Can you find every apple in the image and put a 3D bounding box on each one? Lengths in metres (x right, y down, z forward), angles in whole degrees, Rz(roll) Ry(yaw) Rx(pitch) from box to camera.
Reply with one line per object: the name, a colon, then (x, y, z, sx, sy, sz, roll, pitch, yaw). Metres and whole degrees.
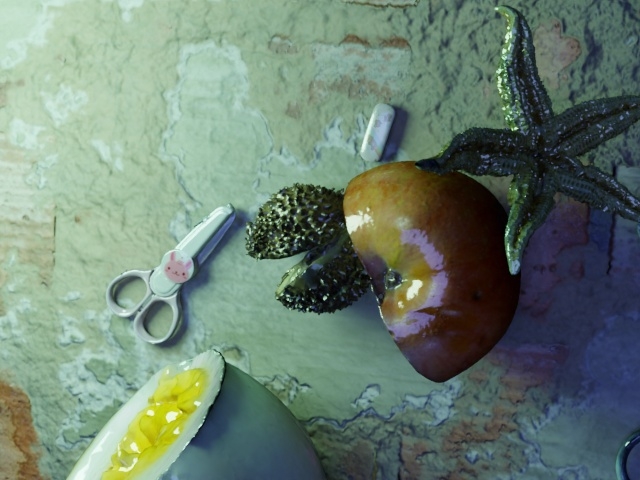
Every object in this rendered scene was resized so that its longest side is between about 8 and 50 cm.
apple: (0.167, 0.018, 1.666, 0.163, 0.251, 0.293, -27, 89, 21)

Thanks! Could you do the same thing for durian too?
durian: (0.000, 0.000, 1.761, 0.196, 0.167, 0.196, -3, 107, -9)

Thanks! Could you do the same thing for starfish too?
starfish: (0.295, -0.098, 1.645, 0.358, 0.078, 0.347, 39, 64, -12)

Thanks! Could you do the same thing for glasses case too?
glasses case: (0.079, -0.149, 1.785, 0.032, 0.021, 0.083, 21, 100, 11)

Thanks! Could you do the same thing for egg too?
egg: (-0.136, 0.376, 1.736, 0.354, 0.354, 0.340, -41, 108, 13)

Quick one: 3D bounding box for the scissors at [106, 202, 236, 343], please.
scissors: (-0.203, 0.039, 1.860, 0.118, 0.030, 0.242, 44, 105, 3)

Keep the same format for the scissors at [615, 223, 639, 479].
scissors: (0.498, 0.157, 1.724, 0.256, 0.029, 0.383, -11, 95, 14)
